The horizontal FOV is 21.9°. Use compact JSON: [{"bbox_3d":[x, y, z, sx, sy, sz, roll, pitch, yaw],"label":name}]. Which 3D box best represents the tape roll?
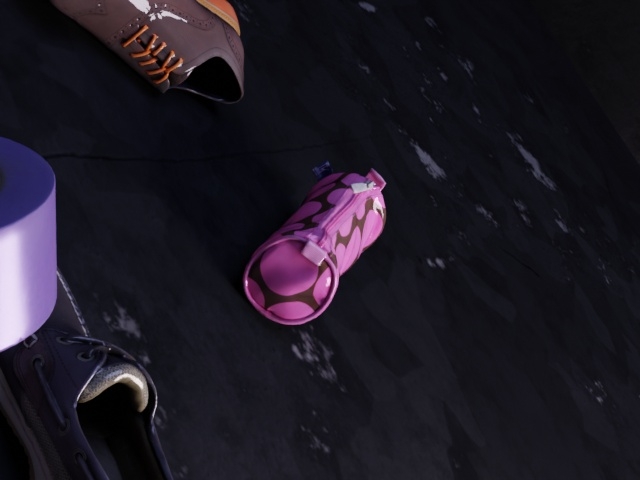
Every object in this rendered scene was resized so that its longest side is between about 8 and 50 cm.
[{"bbox_3d":[-0.252,0.000,0.983,0.189,0.080,0.189,3,24,-1],"label":"tape roll"}]

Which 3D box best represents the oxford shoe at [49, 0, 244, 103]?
[{"bbox_3d":[-0.154,-0.199,1.540,0.271,0.097,0.098,16,49,-53],"label":"oxford shoe"}]

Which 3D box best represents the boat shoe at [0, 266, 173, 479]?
[{"bbox_3d":[-0.156,0.112,1.114,0.103,0.092,0.285,20,40,-50],"label":"boat shoe"}]

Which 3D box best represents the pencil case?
[{"bbox_3d":[0.000,0.000,1.535,0.095,0.098,0.209,49,25,-7],"label":"pencil case"}]
